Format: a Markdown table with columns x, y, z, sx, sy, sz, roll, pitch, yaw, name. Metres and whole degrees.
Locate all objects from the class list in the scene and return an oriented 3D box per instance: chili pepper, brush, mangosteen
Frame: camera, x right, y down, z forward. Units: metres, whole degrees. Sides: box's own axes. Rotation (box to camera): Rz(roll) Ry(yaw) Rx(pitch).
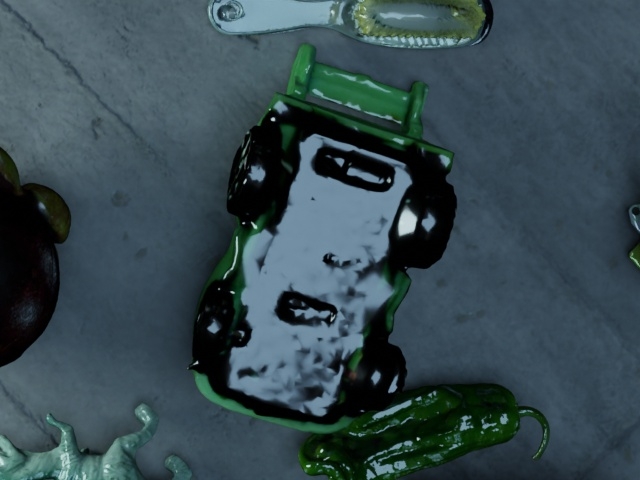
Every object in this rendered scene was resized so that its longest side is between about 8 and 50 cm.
| x | y | z | sx | sy | sz | roll | pitch | yaw | name |
| --- | --- | --- | --- | --- | --- | --- | --- | --- | --- |
| 0.103 | 0.198 | 1.845 | 0.257 | 0.100 | 0.074 | -16 | 141 | -3 | chili pepper |
| 0.037 | -0.225 | 1.796 | 0.297 | 0.060 | 0.068 | -1 | 99 | -11 | brush |
| -0.333 | 0.025 | 1.697 | 0.210 | 0.210 | 0.209 | -1 | 97 | -10 | mangosteen |

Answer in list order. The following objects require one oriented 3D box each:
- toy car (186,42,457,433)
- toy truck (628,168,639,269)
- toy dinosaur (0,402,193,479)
| x | y | z | sx | sy | sz | roll | pitch | yaw | name |
| --- | --- | --- | --- | --- | --- | --- | --- | --- | --- |
| 0.000 | 0.000 | 1.765 | 0.213 | 0.176 | 0.358 | 16 | 97 | -11 | toy car |
| 0.427 | -0.065 | 1.859 | 0.259 | 0.128 | 0.135 | -39 | 88 | -4 | toy truck |
| -0.152 | 0.242 | 1.798 | 0.383 | 0.076 | 0.129 | 19 | 62 | -2 | toy dinosaur |
